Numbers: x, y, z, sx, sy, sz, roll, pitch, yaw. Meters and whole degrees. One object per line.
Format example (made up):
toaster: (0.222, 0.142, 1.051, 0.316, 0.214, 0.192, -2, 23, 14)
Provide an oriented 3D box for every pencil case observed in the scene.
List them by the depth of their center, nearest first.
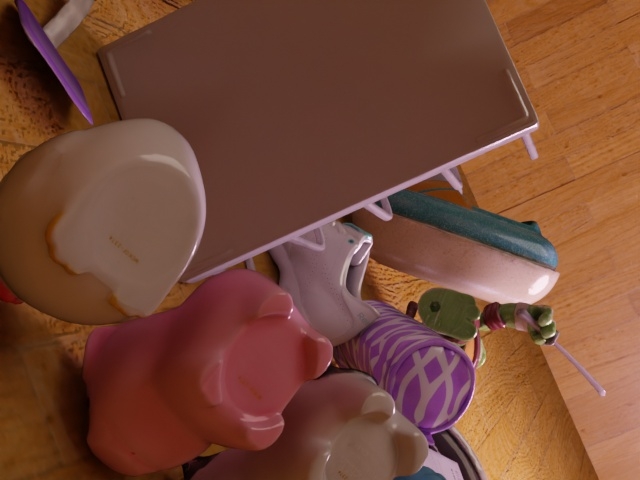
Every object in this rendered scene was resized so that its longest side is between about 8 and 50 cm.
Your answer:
pencil case: (0.067, 0.111, 1.066, 0.086, 0.088, 0.206, 22, 1, -14)

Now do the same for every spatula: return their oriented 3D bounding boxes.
spatula: (-0.176, -0.170, 0.851, 0.084, 0.030, 0.296, 59, 14, -30)

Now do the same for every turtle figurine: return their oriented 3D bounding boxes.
turtle figurine: (0.188, 0.156, 1.338, 0.266, 0.197, 0.275, 25, 39, -65)

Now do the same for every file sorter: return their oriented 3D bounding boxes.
file sorter: (0.011, -0.102, 0.926, 0.193, 0.277, 0.173, 68, 12, 12)

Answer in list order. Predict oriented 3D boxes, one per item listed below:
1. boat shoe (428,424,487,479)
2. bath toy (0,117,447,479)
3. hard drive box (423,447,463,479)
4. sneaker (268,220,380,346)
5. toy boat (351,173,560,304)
boat shoe: (0.123, 0.266, 1.137, 0.068, 0.081, 0.228, -27, 91, -44)
bath toy: (-0.063, 0.082, 0.650, 0.129, 0.151, 0.348, 17, -32, 53)
hard drive box: (0.066, 0.252, 0.919, 0.232, 0.089, 0.181, 42, 27, -61)
sneaker: (0.000, 0.000, 1.098, 0.080, 0.094, 0.212, 40, 28, -58)
toy boat: (0.165, -0.018, 1.541, 0.318, 0.267, 0.148, -149, -102, -82)
